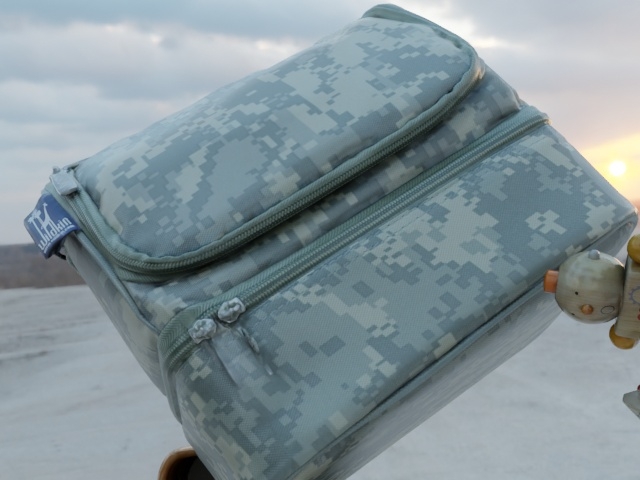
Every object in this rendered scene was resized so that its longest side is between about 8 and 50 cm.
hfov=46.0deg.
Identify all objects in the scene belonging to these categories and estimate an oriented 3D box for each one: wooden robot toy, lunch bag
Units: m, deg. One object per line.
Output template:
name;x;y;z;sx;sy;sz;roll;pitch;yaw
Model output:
wooden robot toy;0.142;0.025;0.347;0.079;0.173;0.076;12;40;22
lunch bag;0.000;0.000;0.499;0.305;0.256;0.212;-33;-20;-16

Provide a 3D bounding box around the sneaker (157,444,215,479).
sneaker;-0.006;0.241;0.569;0.290;0.106;0.123;20;-10;23
